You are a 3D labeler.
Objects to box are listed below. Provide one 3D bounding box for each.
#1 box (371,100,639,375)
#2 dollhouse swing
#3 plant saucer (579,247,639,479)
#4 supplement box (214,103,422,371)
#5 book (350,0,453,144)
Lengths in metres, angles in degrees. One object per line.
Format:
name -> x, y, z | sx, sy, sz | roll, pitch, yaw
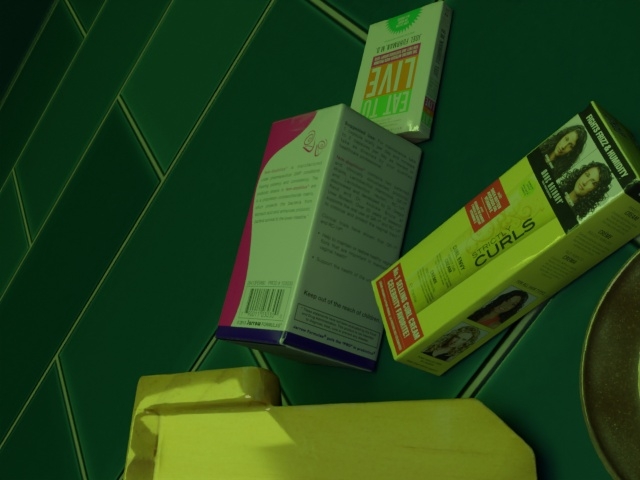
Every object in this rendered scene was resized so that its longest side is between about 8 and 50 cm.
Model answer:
box -> 0.144, 0.006, 0.632 | 0.232, 0.058, 0.087 | -42, 43, 30
dollhouse swing -> -0.004, 0.304, 0.654 | 0.315, 0.304, 0.347 | 92, 180, -63
plant saucer -> 0.247, 0.076, 0.482 | 0.198, 0.036, 0.199 | -27, 51, 40
supplement box -> 0.000, 0.000, 0.772 | 0.111, 0.114, 0.220 | -3, 70, 52
book -> 0.080, -0.162, 0.833 | 0.096, 0.035, 0.144 | -8, 64, 46
